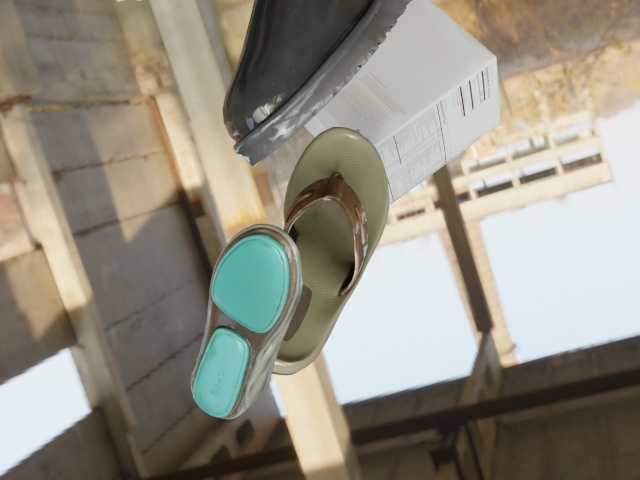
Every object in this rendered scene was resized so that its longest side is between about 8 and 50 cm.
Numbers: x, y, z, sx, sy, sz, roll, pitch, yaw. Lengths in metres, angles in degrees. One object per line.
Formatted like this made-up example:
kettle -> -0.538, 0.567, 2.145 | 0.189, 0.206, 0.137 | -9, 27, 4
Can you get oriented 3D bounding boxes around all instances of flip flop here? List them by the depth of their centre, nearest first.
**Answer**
flip flop -> 0.000, 0.000, 0.891 | 0.080, 0.112, 0.277 | 117, -2, -60

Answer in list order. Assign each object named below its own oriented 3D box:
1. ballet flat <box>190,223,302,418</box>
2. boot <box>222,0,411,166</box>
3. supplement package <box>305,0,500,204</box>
ballet flat -> -0.055, 0.058, 0.733 | 0.068, 0.072, 0.213 | -41, 159, -49
boot -> -0.119, -0.331, 0.841 | 0.146, 0.445, 0.367 | -30, -158, 55
supplement package -> 0.094, -0.192, 1.191 | 0.203, 0.194, 0.149 | -36, 150, -7
